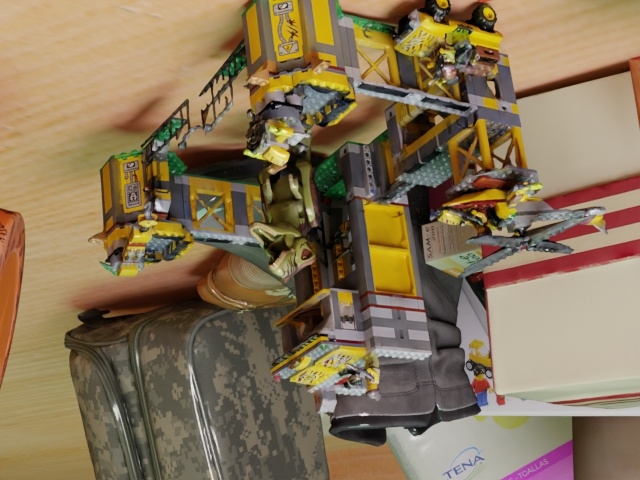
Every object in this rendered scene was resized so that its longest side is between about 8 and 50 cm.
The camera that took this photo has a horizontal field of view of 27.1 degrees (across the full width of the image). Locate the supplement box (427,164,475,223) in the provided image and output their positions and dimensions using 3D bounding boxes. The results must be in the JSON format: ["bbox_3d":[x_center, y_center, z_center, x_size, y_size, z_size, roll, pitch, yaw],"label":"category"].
[{"bbox_3d":[0.142,-0.037,1.154,0.083,0.043,0.055,1,164,-19],"label":"supplement box"}]

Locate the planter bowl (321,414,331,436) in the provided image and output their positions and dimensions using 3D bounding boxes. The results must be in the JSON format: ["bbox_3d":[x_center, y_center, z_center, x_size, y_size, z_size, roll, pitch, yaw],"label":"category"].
[{"bbox_3d":[0.003,0.139,1.600,0.162,0.162,0.109,8,134,-38],"label":"planter bowl"}]

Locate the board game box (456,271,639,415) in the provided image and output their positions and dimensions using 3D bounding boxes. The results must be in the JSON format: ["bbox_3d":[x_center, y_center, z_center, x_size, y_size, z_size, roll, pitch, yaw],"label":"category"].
[{"bbox_3d":[0.262,0.060,1.183,0.305,0.193,0.053,-4,173,32],"label":"board game box"}]

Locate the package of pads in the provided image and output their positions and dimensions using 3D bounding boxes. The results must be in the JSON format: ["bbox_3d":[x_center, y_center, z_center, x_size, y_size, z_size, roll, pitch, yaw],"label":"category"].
[{"bbox_3d":[0.231,0.216,1.636,0.296,0.229,0.101,-28,171,-10],"label":"package of pads"}]

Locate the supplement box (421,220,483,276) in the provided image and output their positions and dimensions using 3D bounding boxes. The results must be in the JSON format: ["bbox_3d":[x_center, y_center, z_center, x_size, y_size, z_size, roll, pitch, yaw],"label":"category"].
[{"bbox_3d":[0.144,-0.001,1.130,0.098,0.036,0.062,-15,159,29],"label":"supplement box"}]

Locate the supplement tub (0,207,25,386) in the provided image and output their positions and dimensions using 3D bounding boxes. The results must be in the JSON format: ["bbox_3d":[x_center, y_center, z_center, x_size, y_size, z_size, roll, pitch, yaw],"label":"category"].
[{"bbox_3d":[-0.362,0.028,0.852,0.316,0.194,0.193,9,164,-5],"label":"supplement tub"}]

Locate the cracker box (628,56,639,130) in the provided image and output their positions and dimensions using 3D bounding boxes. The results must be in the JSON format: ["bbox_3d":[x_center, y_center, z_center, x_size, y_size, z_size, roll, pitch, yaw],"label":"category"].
[{"bbox_3d":[0.307,-0.093,0.711,0.232,0.067,0.155,-13,-174,-26],"label":"cracker box"}]

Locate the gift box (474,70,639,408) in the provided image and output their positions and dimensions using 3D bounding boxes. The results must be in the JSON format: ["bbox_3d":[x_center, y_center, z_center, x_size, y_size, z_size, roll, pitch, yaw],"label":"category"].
[{"bbox_3d":[0.270,0.008,0.960,0.258,0.255,0.276,-12,170,32],"label":"gift box"}]

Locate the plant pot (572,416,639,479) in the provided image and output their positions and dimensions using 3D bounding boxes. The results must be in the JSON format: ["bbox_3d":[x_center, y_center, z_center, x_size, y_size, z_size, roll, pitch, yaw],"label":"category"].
[{"bbox_3d":[0.371,0.176,1.292,0.323,0.280,0.323,17,142,14],"label":"plant pot"}]

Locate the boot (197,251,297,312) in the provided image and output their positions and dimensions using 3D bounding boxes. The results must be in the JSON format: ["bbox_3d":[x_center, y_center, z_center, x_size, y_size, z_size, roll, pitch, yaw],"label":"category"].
[{"bbox_3d":[-0.017,0.042,1.358,0.197,0.073,0.152,16,156,-25],"label":"boot"}]

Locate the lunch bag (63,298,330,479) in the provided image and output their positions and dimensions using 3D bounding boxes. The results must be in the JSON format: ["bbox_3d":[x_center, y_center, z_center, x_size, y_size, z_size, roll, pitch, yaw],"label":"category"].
[{"bbox_3d":[-0.152,0.218,1.495,0.256,0.305,0.212,-7,-171,37],"label":"lunch bag"}]

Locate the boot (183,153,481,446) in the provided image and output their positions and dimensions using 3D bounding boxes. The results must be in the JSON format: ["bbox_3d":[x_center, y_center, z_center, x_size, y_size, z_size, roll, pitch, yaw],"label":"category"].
[{"bbox_3d":[0.012,0.057,1.117,0.338,0.223,0.118,7,162,-36],"label":"boot"}]

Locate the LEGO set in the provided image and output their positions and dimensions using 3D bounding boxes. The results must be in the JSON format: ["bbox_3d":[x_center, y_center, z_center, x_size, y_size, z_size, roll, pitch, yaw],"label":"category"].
[{"bbox_3d":[0.000,0.000,0.881,0.255,0.192,0.331,12,150,-38],"label":"LEGO set"}]
